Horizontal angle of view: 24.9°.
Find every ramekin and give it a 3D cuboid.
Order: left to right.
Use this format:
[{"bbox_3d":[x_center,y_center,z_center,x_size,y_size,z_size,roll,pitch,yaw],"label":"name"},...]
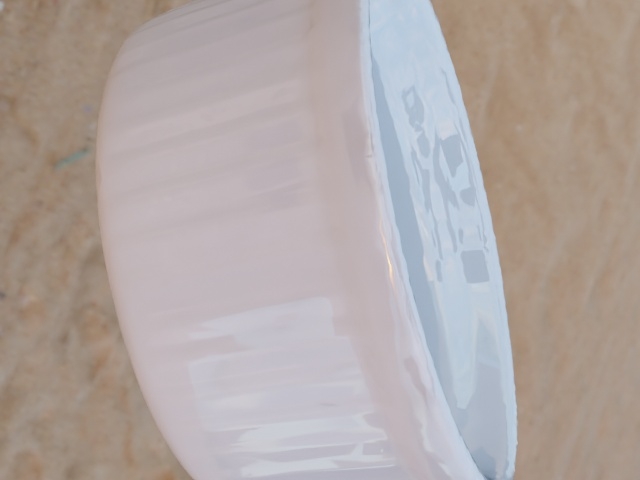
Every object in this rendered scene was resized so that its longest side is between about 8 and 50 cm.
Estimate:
[{"bbox_3d":[0.000,0.000,0.707,0.277,0.135,0.277,-12,90,-76],"label":"ramekin"}]
